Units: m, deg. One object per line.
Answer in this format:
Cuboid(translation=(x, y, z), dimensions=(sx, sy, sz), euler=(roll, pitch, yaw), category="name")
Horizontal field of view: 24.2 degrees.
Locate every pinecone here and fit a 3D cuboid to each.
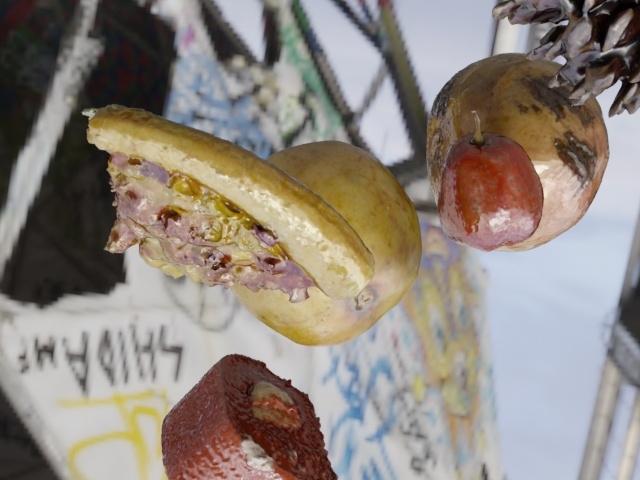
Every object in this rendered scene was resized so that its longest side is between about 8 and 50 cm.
Cuboid(translation=(0.258, -0.215, 1.327), dimensions=(0.204, 0.184, 0.179), euler=(47, -136, -7), category="pinecone")

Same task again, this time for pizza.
Cuboid(translation=(-0.106, -0.011, 1.338), dimensions=(0.289, 0.081, 0.229), euler=(30, 151, -17), category="pizza")

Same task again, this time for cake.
Cuboid(translation=(-0.099, 0.266, 1.947), dimensions=(0.177, 0.151, 0.283), euler=(38, -162, -28), category="cake")

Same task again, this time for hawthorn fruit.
Cuboid(translation=(0.226, -0.090, 2.052), dimensions=(0.163, 0.203, 0.162), euler=(-11, -167, 3), category="hawthorn fruit")

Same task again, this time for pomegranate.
Cuboid(translation=(0.000, 0.000, 1.899), dimensions=(0.260, 0.260, 0.260), euler=(10, -169, -2), category="pomegranate")
Cuboid(translation=(0.304, -0.139, 2.339), dimensions=(0.322, 0.322, 0.322), euler=(10, -169, -2), category="pomegranate")
